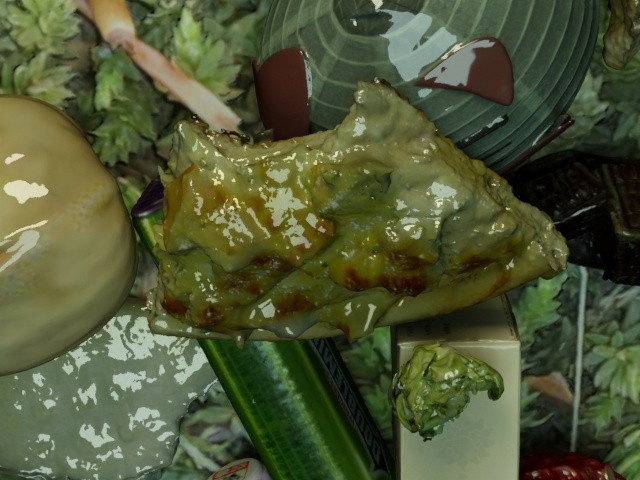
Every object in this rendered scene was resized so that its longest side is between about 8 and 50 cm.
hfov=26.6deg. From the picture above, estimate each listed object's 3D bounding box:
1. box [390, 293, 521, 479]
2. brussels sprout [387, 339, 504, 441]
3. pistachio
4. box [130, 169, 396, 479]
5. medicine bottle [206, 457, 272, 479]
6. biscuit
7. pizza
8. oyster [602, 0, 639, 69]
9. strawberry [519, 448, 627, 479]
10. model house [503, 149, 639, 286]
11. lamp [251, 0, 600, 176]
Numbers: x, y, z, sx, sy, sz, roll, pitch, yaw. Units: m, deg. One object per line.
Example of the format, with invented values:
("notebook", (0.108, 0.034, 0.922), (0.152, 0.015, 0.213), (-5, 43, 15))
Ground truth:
("box", (0.104, 0.121, 1.095), (0.095, 0.212, 0.168), (0, 108, 1))
("brussels sprout", (0.083, 0.105, 0.954), (0.085, 0.058, 0.085), (-15, 133, -17))
("pistachio", (-0.277, 0.007, 1.059), (0.309, 0.230, 0.229), (-20, 107, 23))
("box", (-0.034, 0.096, 1.132), (0.097, 0.134, 0.345), (-23, 106, 11))
("medicine bottle", (-0.032, 0.299, 1.208), (0.078, 0.115, 0.219), (-24, 106, 10))
("biscuit", (-0.197, 0.145, 1.202), (0.265, 0.040, 0.188), (-26, 104, 9))
("pizza", (0.000, 0.000, 0.936), (0.324, 0.089, 0.223), (-10, 138, 15))
("oyster", (0.298, -0.299, 0.990), (0.096, 0.221, 0.361), (36, 120, 28))
("strawberry", (0.154, 0.274, 1.174), (0.244, 0.205, 0.205), (-2, 110, 27))
("model house", (0.235, -0.010, 1.084), (0.165, 0.152, 0.106), (3, 102, -1))
("lamp", (0.072, -0.145, 0.994), (0.265, 0.233, 0.233), (-16, 108, 20))
